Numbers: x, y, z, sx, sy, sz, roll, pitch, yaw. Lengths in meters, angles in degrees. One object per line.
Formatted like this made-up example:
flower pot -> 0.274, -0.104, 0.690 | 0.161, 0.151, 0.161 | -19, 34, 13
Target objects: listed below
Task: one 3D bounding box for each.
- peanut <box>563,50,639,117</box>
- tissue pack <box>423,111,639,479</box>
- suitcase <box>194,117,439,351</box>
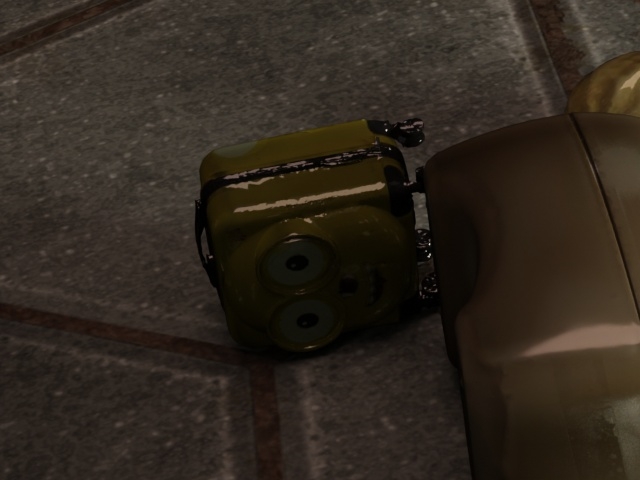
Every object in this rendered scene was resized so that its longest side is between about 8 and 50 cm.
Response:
peanut -> 0.421, -0.120, 1.859 | 0.340, 0.158, 0.174 | -5, 13, -1
tissue pack -> 0.240, 0.068, 1.523 | 0.277, 0.267, 0.387 | -11, 33, 2
suitcase -> 0.000, 0.000, 1.740 | 0.235, 0.194, 0.143 | -11, 44, -3
